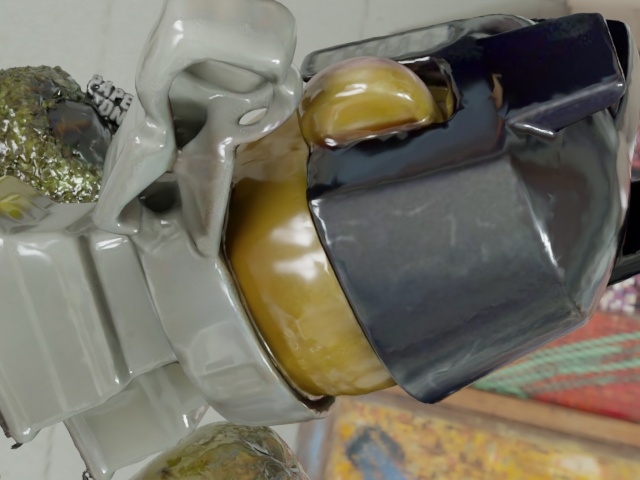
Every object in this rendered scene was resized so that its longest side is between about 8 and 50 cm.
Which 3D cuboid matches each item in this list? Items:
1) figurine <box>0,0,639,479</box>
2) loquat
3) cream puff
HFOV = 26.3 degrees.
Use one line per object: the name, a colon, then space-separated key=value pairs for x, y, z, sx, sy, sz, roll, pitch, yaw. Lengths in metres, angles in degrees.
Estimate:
figurine: x=0.002 y=0.003 z=0.561 sx=0.308 sy=0.308 sz=0.143 roll=3 pitch=70 yaw=-52
loquat: x=-0.123 y=0.358 z=1.638 sx=0.284 sy=0.276 sz=0.276 roll=-44 pitch=152 yaw=27
cream puff: x=-0.201 y=-0.048 z=0.897 sx=0.183 sy=0.169 sz=0.183 roll=42 pitch=29 yaw=-30
